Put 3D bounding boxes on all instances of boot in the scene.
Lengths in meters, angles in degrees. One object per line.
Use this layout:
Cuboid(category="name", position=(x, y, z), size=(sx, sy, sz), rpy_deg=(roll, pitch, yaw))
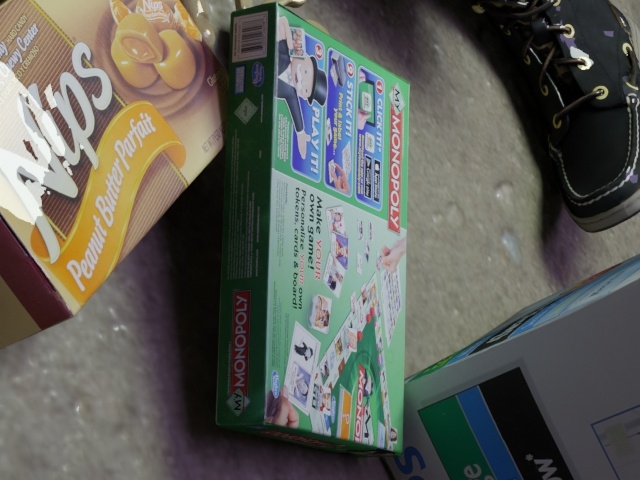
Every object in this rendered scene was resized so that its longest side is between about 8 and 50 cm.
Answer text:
Cuboid(category="boot", position=(0.249, -0.208, 1.864), size=(0.284, 0.138, 0.377), rpy_deg=(47, 32, -27))

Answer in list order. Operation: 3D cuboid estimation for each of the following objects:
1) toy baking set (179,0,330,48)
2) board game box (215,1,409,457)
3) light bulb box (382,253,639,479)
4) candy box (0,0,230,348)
Cuboid(category="toy baking set", position=(-0.095, -0.182, 1.429), size=(0.256, 0.030, 0.197), rpy_deg=(32, 44, -15))
Cuboid(category="board game box", position=(0.000, 0.000, 1.352), size=(0.213, 0.046, 0.317), rpy_deg=(24, 64, -57))
Cuboid(category="light bulb box", position=(0.292, 0.130, 1.484), size=(0.358, 0.361, 0.225), rpy_deg=(-22, 85, -58))
Cuboid(category="candy box", position=(-0.181, -0.083, 1.209), size=(0.183, 0.087, 0.316), rpy_deg=(56, 33, -14))
